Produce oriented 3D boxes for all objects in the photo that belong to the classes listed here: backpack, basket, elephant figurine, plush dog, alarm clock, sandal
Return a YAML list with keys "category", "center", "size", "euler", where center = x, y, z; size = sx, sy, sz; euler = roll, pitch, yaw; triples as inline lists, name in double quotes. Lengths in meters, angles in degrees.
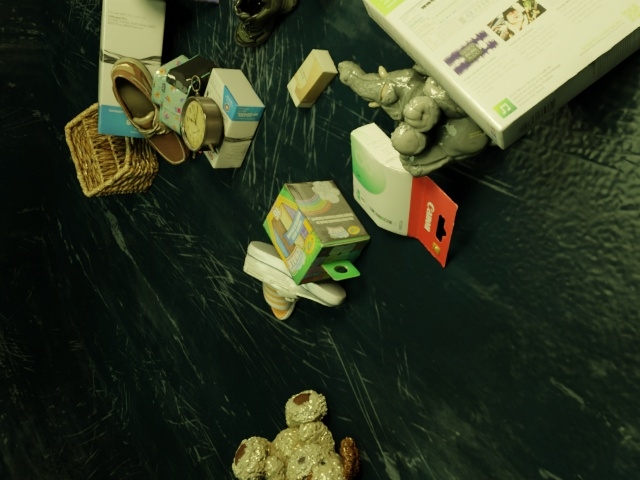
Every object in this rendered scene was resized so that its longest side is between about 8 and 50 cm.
- category: "backpack"
  center: [-0.358, -0.381, 1.497]
  size: [0.144, 0.166, 0.189]
  euler: [25, 133, 8]
- category: "basket"
  center: [-0.701, -0.321, 1.908]
  size: [0.213, 0.222, 0.300]
  euler: [-41, 65, 48]
- category: "elephant figurine"
  center: [0.160, -0.222, 0.902]
  size: [0.169, 0.186, 0.240]
  euler: [-36, 35, 13]
- category: "plush dog"
  center: [-0.032, 0.509, 1.270]
  size: [0.225, 0.262, 0.211]
  euler: [30, 154, 56]
- category: "alarm clock"
  center: [-0.288, -0.301, 1.372]
  size: [0.129, 0.064, 0.192]
  euler: [0, 100, 51]
- category: "sandal"
  center: [-0.097, 0.074, 1.342]
  size: [0.102, 0.076, 0.266]
  euler: [43, 129, 38]

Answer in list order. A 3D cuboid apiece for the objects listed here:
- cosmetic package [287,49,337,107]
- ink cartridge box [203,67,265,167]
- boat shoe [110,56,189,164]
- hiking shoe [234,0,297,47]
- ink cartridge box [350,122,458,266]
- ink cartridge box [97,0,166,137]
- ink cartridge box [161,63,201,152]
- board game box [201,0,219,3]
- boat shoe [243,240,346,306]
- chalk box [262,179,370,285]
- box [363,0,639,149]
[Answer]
- category: "cosmetic package"
  center: [-0.018, -0.336, 1.181]
  size: [0.115, 0.041, 0.060]
  euler: [-44, 63, 47]
- category: "ink cartridge box"
  center: [-0.236, -0.304, 1.429]
  size: [0.148, 0.085, 0.203]
  euler: [56, 135, 27]
- category: "boat shoe"
  center: [-0.475, -0.337, 1.564]
  size: [0.117, 0.123, 0.325]
  euler: [-92, -24, -54]
- category: "hiking shoe"
  center: [-0.152, -0.506, 1.255]
  size: [0.226, 0.114, 0.086]
  euler: [-25, 77, 51]
- category: "ink cartridge box"
  center: [0.134, -0.068, 0.976]
  size: [0.225, 0.056, 0.181]
  euler: [55, 165, 31]
- category: "ink cartridge box"
  center: [-0.561, -0.539, 1.669]
  size: [0.286, 0.166, 0.395]
  euler: [-119, 38, -53]
- category: "ink cartridge box"
  center: [-0.411, -0.388, 1.661]
  size: [0.232, 0.066, 0.189]
  euler: [46, 131, 41]
- category: "board game box"
  center: [-0.403, -0.739, 1.430]
  size: [0.291, 0.231, 0.141]
  euler: [51, 134, 33]
- category: "boat shoe"
  center: [-0.061, 0.090, 1.248]
  size: [0.258, 0.095, 0.084]
  euler: [29, 107, 29]
- category: "chalk box"
  center: [0.000, 0.000, 1.158]
  size: [0.213, 0.132, 0.132]
  euler: [60, 137, 26]
- category: "box"
  center: [0.232, -0.303, 0.753]
  size: [0.232, 0.058, 0.322]
  euler: [-36, 63, 5]
